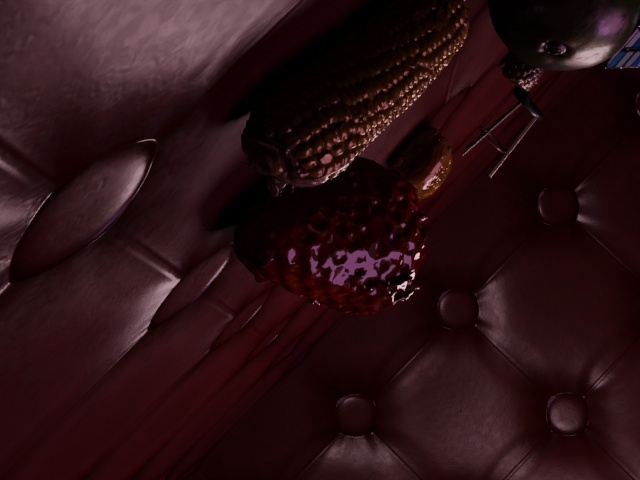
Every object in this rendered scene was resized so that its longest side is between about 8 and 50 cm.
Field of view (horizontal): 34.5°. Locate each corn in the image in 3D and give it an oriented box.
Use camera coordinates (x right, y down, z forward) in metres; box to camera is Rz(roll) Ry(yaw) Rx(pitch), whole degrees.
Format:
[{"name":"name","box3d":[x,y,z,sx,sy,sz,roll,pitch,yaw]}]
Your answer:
[{"name":"corn","box3d":[0.045,-0.149,0.970,0.293,0.106,0.106,-42,171,-28]}]

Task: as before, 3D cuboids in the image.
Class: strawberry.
[{"name":"strawberry","box3d":[0.000,0.000,1.209,0.244,0.205,0.205,-9,144,-52]}]

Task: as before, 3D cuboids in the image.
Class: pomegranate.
[{"name":"pomegranate","box3d":[0.297,-0.316,1.239,0.187,0.187,0.225,120,-13,-59]}]

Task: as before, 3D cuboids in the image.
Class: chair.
[{"name":"chair","box3d":[0.428,-0.255,2.365,0.221,0.095,0.104,-50,-177,19]}]

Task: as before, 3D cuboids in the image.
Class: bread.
[{"name":"bread","box3d":[0.181,-0.131,1.799,0.114,0.083,0.211,-51,173,5]}]

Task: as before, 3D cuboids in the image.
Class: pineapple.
[{"name":"pineapple","box3d":[0.399,-0.353,1.881,0.159,0.074,0.074,-56,170,9]}]

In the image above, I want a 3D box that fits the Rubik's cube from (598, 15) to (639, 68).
[{"name":"Rubik's cube","box3d":[0.402,-0.357,1.384,0.182,0.184,0.187,-15,146,-56]}]
